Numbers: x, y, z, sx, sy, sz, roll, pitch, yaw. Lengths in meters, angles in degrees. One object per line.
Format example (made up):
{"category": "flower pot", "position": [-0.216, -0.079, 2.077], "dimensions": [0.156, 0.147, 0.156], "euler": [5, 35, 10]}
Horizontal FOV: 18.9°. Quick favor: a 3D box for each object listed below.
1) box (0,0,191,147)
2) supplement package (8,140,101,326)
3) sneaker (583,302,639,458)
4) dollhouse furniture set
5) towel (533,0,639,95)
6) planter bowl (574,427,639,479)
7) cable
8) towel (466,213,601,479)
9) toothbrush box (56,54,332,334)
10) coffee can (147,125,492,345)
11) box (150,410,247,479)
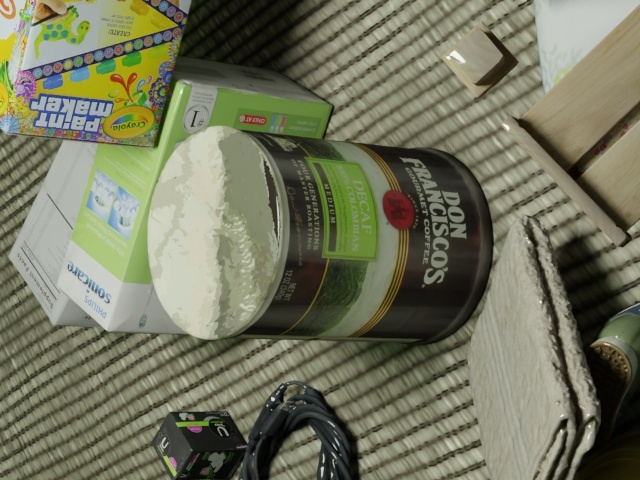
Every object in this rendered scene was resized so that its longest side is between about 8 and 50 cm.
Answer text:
{"category": "box", "position": [-0.279, -0.278, 1.974], "dimensions": [0.290, 0.177, 0.279], "euler": [35, 114, 48]}
{"category": "supplement package", "position": [-0.240, -0.032, 2.249], "dimensions": [0.139, 0.134, 0.244], "euler": [51, 123, 37]}
{"category": "sneaker", "position": [0.261, 0.123, 1.729], "dimensions": [0.064, 0.086, 0.192], "euler": [37, 147, 13]}
{"category": "dollhouse furniture set", "position": [0.292, -0.166, 1.590], "dimensions": [0.303, 0.174, 0.355], "euler": [-43, 81, 7]}
{"category": "towel", "position": [0.331, -0.254, 1.663], "dimensions": [0.374, 0.090, 0.320], "euler": [-17, 71, 46]}
{"category": "planter bowl", "position": [0.267, 0.273, 1.687], "dimensions": [0.217, 0.090, 0.217], "euler": [-4, 84, 48]}
{"category": "cable", "position": [-0.028, 0.253, 2.063], "dimensions": [0.150, 0.047, 0.184], "euler": [43, 116, 36]}
{"category": "towel", "position": [0.188, 0.129, 1.718], "dimensions": [0.282, 0.049, 0.187], "euler": [-97, 18, -50]}
{"category": "toothbrush box", "position": [-0.137, -0.047, 2.081], "dimensions": [0.122, 0.206, 0.283], "euler": [33, 112, 46]}
{"category": "coffee can", "position": [0.000, 0.000, 1.870], "dimensions": [0.201, 0.275, 0.201], "euler": [-4, 84, 48]}
{"category": "box", "position": [-0.134, 0.229, 2.148], "dimensions": [0.052, 0.083, 0.062], "euler": [-58, 49, 28]}
